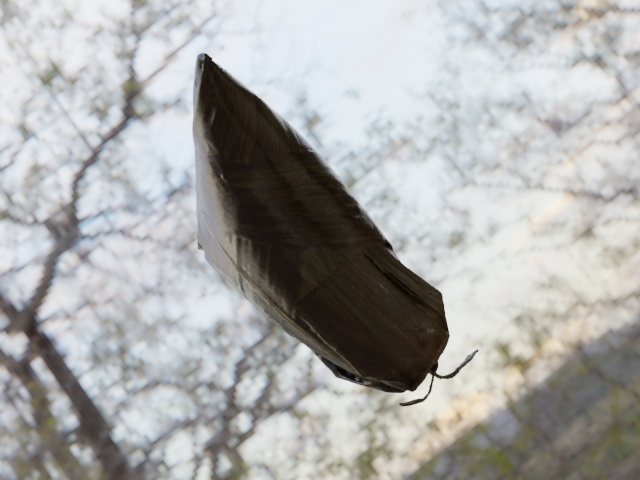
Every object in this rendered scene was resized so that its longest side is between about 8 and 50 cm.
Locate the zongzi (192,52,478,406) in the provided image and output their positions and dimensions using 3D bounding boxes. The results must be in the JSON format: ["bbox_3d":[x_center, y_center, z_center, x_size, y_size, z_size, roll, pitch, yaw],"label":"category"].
[{"bbox_3d":[0.000,0.000,1.187,0.111,0.247,0.241,-44,-19,-14],"label":"zongzi"}]
